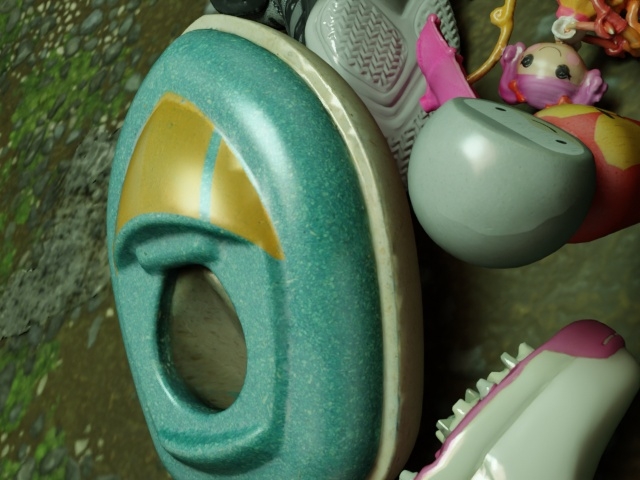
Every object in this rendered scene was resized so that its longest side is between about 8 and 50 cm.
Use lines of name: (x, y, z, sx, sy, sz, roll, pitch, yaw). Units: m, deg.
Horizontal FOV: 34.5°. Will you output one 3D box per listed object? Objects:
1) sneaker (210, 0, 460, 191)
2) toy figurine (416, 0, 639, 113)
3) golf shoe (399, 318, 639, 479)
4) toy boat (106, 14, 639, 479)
sneaker: (0.003, -0.142, 0.666, 0.153, 0.101, 0.269, -23, 66, 53)
toy figurine: (0.124, -0.123, 0.557, 0.173, 0.130, 0.159, 25, 98, 22)
golf shoe: (0.065, 0.181, 0.433, 0.140, 0.115, 0.306, 32, 87, 23)
toy boat: (0.000, 0.000, 0.487, 0.318, 0.148, 0.268, -17, 83, 40)
